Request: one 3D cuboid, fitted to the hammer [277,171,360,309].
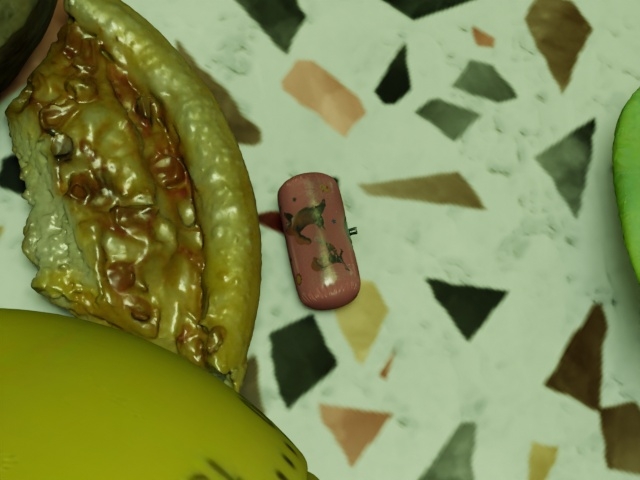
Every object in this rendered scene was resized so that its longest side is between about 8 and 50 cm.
[{"bbox_3d":[0.000,0.000,0.807,0.043,0.043,0.083,-8,68,-14],"label":"hammer"}]

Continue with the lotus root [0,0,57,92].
[{"bbox_3d":[-0.259,-0.155,0.717,0.272,0.272,0.192,-16,81,-17],"label":"lotus root"}]

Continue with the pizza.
[{"bbox_3d":[-0.107,-0.034,0.791,0.134,0.056,0.271,-3,67,-21],"label":"pizza"}]

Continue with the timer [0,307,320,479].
[{"bbox_3d":[-0.105,0.225,0.536,0.376,0.376,0.387,-39,93,-23],"label":"timer"}]

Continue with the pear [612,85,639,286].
[{"bbox_3d":[0.283,-0.009,0.824,0.288,0.139,0.239,-32,62,-17],"label":"pear"}]
